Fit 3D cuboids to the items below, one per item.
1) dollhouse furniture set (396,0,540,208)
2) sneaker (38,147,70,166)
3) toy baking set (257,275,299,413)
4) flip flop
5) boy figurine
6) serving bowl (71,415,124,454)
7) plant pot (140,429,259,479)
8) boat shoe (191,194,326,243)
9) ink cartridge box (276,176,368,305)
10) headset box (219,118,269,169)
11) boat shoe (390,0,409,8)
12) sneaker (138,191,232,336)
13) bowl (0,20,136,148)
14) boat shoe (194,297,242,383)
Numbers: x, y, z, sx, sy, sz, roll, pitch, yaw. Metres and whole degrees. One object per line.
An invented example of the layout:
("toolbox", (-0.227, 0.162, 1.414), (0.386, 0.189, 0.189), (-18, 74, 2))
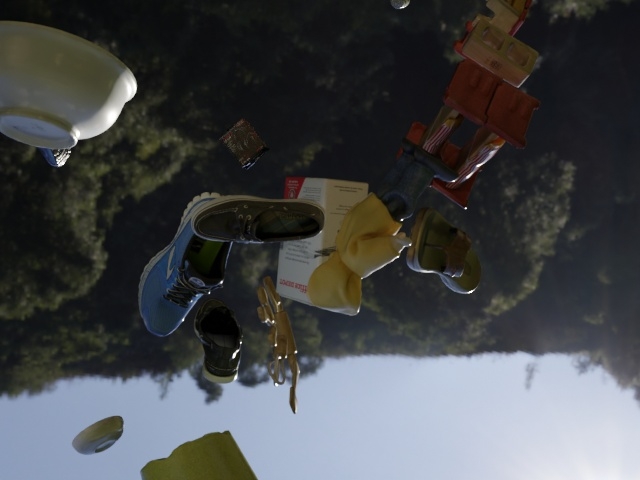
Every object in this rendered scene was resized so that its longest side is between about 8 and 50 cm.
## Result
("dollhouse furniture set", (0.291, -0.272, 1.545), (0.152, 0.201, 0.374), (31, -124, -5))
("sneaker", (-0.591, -0.251, 1.810), (0.087, 0.221, 0.083), (-8, -151, 29))
("toy baking set", (-0.081, 0.192, 1.628), (0.030, 0.256, 0.197), (-17, 175, 10))
("flip flop", (0.229, 0.025, 1.511), (0.080, 0.112, 0.277), (8, 163, 36))
("boy figurine", (0.085, -0.009, 1.289), (0.092, 0.285, 0.177), (30, -173, -23))
("serving bowl", (-0.330, 0.298, 1.320), (0.083, 0.083, 0.027), (-9, -124, -48))
("plant pot", (-0.198, 0.494, 1.583), (0.276, 0.276, 0.254), (-9, -113, -48))
("boat shoe", (-0.103, -0.026, 1.465), (0.228, 0.080, 0.076), (1, -159, -4))
("ink cartridge box", (0.000, 0.000, 1.953), (0.114, 0.273, 0.197), (4, -177, -29))
("headset box", (-0.148, -0.189, 1.691), (0.083, 0.062, 0.032), (52, -171, 11))
("boat shoe", (0.132, -0.437, 1.456), (0.035, 0.100, 0.035), (1, -162, 35))
("sneaker", (-0.274, 0.066, 1.784), (0.129, 0.330, 0.147), (20, -158, -23))
("bowl", (-0.480, -0.247, 1.521), (0.297, 0.134, 0.298), (8, 163, 2))
("boat shoe", (-0.264, 0.228, 2.289), (0.127, 0.113, 0.340), (8, -153, -9))
